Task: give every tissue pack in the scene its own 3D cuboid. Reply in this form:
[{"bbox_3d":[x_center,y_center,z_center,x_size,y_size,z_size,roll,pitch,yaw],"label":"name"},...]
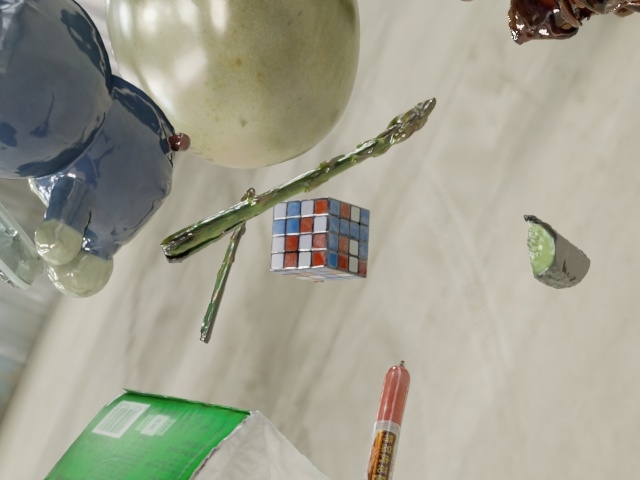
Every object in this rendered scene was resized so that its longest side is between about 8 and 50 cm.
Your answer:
[{"bbox_3d":[-0.080,0.197,1.027,0.148,0.156,0.209,-49,21,-21],"label":"tissue pack"}]

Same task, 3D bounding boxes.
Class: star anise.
[{"bbox_3d":[0.321,-0.309,1.974,0.220,0.126,0.190,-18,-15,-39],"label":"star anise"}]

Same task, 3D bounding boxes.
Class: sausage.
[{"bbox_3d":[0.071,0.245,1.897,0.034,0.034,0.253,126,159,-56],"label":"sausage"}]

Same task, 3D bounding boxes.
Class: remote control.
[{"bbox_3d":[-0.396,-0.047,1.881,0.052,0.247,0.104,-41,-10,-2],"label":"remote control"}]

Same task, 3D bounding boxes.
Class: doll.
[{"bbox_3d":[-0.226,-0.101,1.379,0.154,0.258,0.228,-25,44,28],"label":"doll"}]

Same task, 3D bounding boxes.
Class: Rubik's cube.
[{"bbox_3d":[0.000,0.000,2.144,0.092,0.092,0.092,-5,77,37],"label":"Rubik's cube"}]

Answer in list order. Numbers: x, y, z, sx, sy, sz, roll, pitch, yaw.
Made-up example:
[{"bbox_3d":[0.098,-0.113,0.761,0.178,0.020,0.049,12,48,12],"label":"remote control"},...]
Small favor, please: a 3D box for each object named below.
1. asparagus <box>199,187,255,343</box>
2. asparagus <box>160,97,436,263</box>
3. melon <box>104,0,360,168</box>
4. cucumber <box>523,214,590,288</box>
[{"bbox_3d":[-0.081,0.024,1.450,0.016,0.013,0.166,-57,-12,-58],"label":"asparagus"},{"bbox_3d":[-0.013,-0.044,1.240,0.233,0.023,0.022,-29,2,-1],"label":"asparagus"},{"bbox_3d":[-0.095,-0.239,1.748,0.268,0.268,0.330,-81,-23,-58],"label":"melon"},{"bbox_3d":[0.300,0.023,2.146,0.220,0.046,0.070,25,-101,-63],"label":"cucumber"}]
